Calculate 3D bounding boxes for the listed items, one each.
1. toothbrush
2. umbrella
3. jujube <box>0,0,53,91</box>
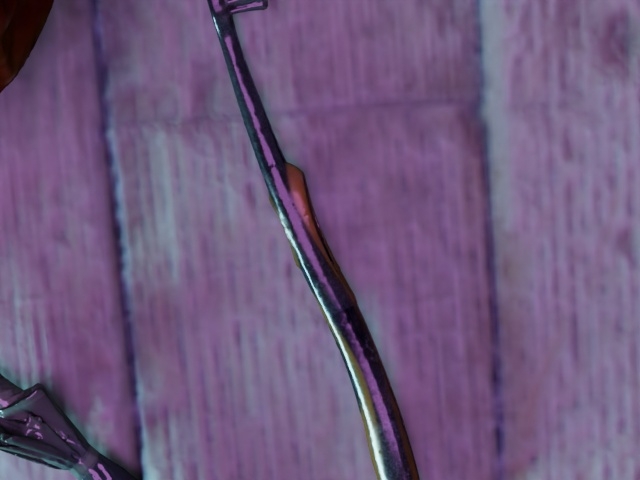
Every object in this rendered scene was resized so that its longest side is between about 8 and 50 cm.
[{"bbox_3d":[-0.003,0.001,0.729,0.031,0.023,0.321,-15,100,10],"label":"toothbrush"},{"bbox_3d":[-0.100,0.116,0.754,0.269,0.044,0.044,36,130,-5],"label":"umbrella"},{"bbox_3d":[-0.233,-0.127,0.646,0.250,0.174,0.174,8,103,7],"label":"jujube"}]
